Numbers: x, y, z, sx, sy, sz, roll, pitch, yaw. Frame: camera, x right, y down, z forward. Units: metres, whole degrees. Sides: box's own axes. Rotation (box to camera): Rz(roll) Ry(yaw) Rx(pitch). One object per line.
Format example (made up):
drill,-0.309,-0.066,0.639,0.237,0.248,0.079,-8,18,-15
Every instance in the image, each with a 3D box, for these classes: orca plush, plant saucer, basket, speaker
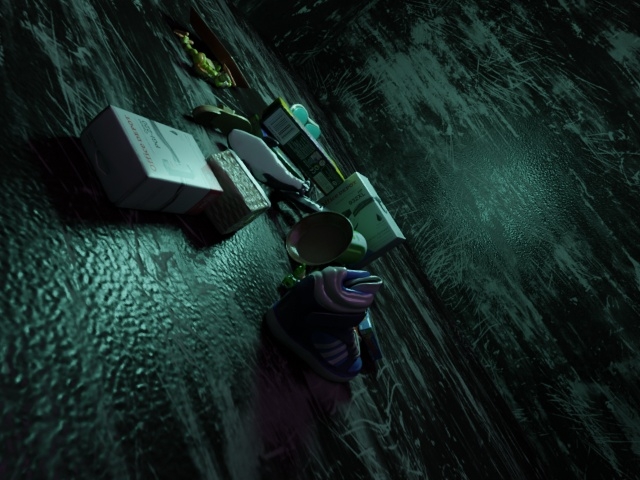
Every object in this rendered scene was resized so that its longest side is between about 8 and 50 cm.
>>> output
orca plush,-0.165,-0.229,1.307,0.287,0.151,0.102,22,-17,-15
plant saucer,-0.389,-0.717,1.616,0.258,0.048,0.259,53,1,6
basket,-0.214,-0.108,0.954,0.167,0.113,0.103,55,21,-2
speaker,0.058,0.014,1.402,0.131,0.131,0.296,61,18,18
plant saucer,0.000,0.000,1.206,0.036,0.199,0.198,67,3,-48

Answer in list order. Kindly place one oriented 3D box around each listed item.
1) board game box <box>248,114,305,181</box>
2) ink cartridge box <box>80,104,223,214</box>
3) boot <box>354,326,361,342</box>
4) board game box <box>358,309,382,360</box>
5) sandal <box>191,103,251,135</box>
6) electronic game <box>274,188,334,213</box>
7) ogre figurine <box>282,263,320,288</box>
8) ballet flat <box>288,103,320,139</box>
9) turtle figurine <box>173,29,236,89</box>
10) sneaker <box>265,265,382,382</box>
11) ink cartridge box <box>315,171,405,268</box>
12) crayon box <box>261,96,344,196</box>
board game box,-0.161,-0.323,1.523,0.213,0.046,0.317,45,12,-32
ink cartridge box,-0.308,-0.140,0.797,0.158,0.092,0.218,59,19,12
boot,0.065,0.237,1.145,0.158,0.059,0.084,33,33,-53
board game box,0.137,0.242,1.281,0.201,0.035,0.136,-98,168,-58
sandal,-0.297,-0.380,1.271,0.240,0.088,0.079,-1,63,-63
electronic game,-0.047,-0.116,1.384,0.229,0.048,0.229,29,6,-3
ogre figurine,-0.008,0.128,1.102,0.118,0.097,0.197,42,-3,21
ballet flat,-0.120,-0.594,2.108,0.139,0.139,0.400,59,13,11
turtle figurine,-0.373,-0.576,1.425,0.269,0.087,0.217,40,7,2
sneaker,0.063,0.181,0.934,0.323,0.236,0.130,43,21,-34
ink cartridge box,0.148,-0.074,1.649,0.307,0.223,0.129,61,19,18
crayon box,-0.074,-0.373,1.650,0.363,0.106,0.313,48,10,-22
